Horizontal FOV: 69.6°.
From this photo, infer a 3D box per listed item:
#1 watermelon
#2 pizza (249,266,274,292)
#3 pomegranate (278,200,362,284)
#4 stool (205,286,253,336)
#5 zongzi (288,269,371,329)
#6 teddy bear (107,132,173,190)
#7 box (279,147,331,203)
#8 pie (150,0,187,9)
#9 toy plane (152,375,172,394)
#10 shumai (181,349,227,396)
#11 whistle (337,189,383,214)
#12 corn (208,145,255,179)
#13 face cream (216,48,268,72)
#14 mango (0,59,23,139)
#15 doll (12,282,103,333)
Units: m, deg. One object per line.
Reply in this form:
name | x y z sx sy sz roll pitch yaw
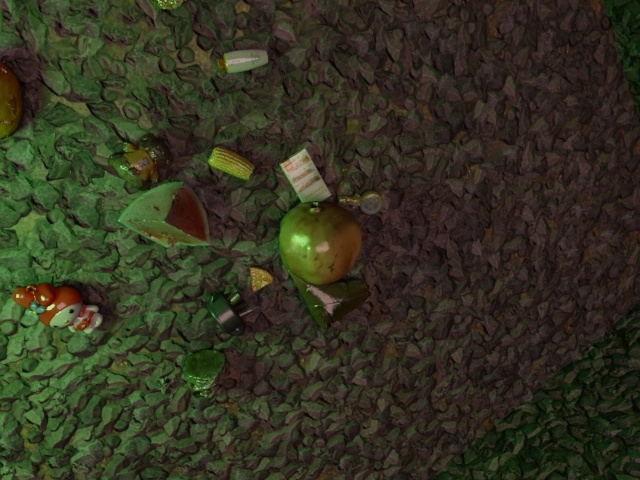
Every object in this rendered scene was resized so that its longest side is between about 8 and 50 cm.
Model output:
watermelon | -0.531 -0.073 1.652 0.256 0.176 0.260 -42 135 4
pizza | -0.257 0.160 1.874 0.123 0.026 0.108 28 96 -25
pomegranate | 0.000 0.000 1.767 0.332 0.332 0.332 -5 105 -18
stool | -0.353 0.280 1.820 0.139 0.153 0.228 -36 154 -10
zongzi | 0.043 0.180 1.924 0.274 0.145 0.300 -31 105 -13
teddy bear | -0.612 -0.276 1.591 0.190 0.140 0.177 -45 110 -12
box | -0.059 -0.242 1.836 0.122 0.032 0.220 -33 112 -7
pie | -0.508 -0.859 1.505 0.163 0.079 0.193 0 106 -14
toy plane | -0.632 0.585 1.849 0.080 0.033 0.083 -9 107 -32
shumai | -0.450 0.540 1.851 0.184 0.184 0.142 -16 132 -14
whistle | 0.166 -0.164 1.925 0.198 0.057 0.104 4 118 -11
corn | -0.330 -0.286 1.716 0.165 0.063 0.085 26 85 -24
face cream | -0.280 -0.644 1.649 0.182 0.051 0.072 -15 112 -14
mango | -1.012 -0.435 1.416 0.156 0.151 0.249 13 107 10
doll | -0.914 0.232 1.612 0.161 0.130 0.290 -41 128 9
